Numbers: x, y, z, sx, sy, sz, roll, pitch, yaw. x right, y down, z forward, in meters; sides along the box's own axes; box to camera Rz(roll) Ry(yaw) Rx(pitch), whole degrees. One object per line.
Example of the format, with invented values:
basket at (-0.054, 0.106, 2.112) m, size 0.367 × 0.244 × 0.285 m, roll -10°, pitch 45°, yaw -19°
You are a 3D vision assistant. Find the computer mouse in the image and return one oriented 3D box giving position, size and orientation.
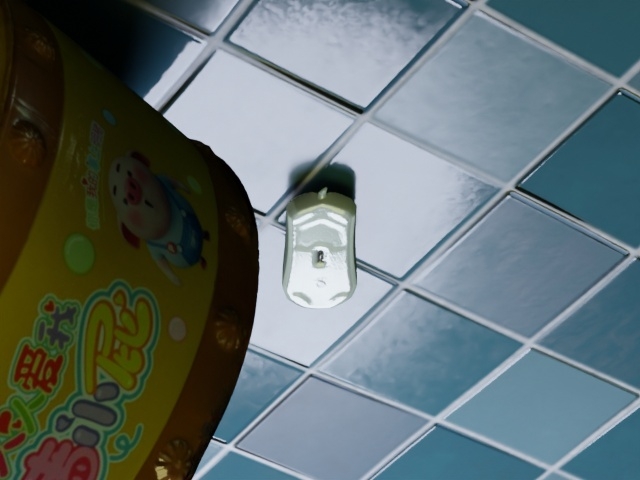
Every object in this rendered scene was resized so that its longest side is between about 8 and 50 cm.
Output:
computer mouse at (0.000, 0.000, 1.353) m, size 0.056 × 0.032 × 0.110 m, roll 0°, pitch 127°, yaw -3°

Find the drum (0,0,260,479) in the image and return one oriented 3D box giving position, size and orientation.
drum at (-0.255, 0.054, 1.124) m, size 0.431 × 0.431 × 0.214 m, roll -29°, pitch 130°, yaw 27°
